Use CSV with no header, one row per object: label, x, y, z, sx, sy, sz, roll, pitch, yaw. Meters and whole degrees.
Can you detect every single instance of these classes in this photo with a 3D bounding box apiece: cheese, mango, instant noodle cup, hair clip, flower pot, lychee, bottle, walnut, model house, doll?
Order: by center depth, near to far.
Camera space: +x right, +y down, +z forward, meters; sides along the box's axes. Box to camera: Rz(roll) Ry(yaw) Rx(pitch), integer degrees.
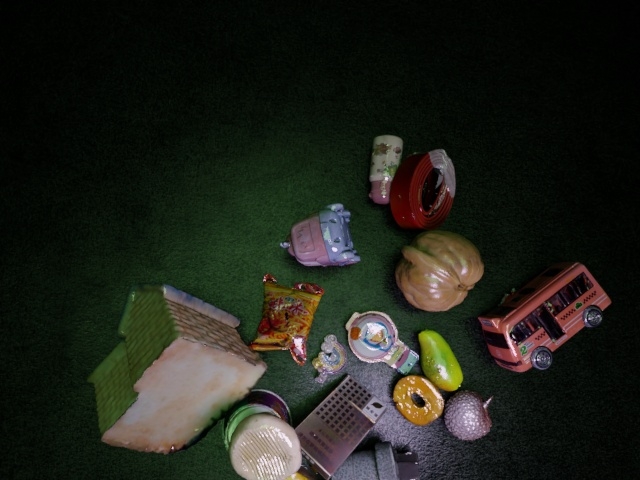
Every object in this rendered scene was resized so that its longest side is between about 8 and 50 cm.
model house,-0.482,0.376,1.641,0.445,0.395,0.400,-49,46,9
flower pot,0.195,0.806,1.658,0.283,0.299,0.298,-13,80,6
instant noodle cup,-0.214,0.627,1.686,0.252,0.190,0.250,1,80,-5
lychee,0.519,0.599,1.763,0.198,0.165,0.165,-33,82,24
walnut,0.405,0.102,1.799,0.285,0.285,0.296,31,98,2
mango,0.415,0.427,1.816,0.126,0.111,0.232,-29,85,-15
hair clip,0.035,0.427,1.823,0.116,0.049,0.172,36,70,-11
cheese,0.219,0.366,1.830,0.286,0.074,0.188,38,80,2
doll,0.711,0.220,1.916,0.114,0.039,0.057,-22,106,-14
bottle,0.245,-0.263,1.929,0.121,0.120,0.252,6,80,-3

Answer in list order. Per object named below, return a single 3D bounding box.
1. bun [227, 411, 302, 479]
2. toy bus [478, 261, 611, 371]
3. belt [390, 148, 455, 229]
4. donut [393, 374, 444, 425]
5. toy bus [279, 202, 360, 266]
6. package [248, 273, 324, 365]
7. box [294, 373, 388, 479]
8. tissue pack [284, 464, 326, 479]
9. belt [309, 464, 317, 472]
bun,-0.165,0.610,1.529,0.231,0.133,0.230,0,105,2
toy bus,0.785,0.267,1.815,0.427,0.203,0.232,-34,92,-10
belt,0.381,-0.194,1.882,0.228,0.115,0.323,25,75,-32
donut,0.343,0.549,1.788,0.162,0.065,0.178,-34,83,17
toy bus,0.000,0.000,1.791,0.232,0.294,0.197,-14,82,11
package,-0.127,0.275,1.807,0.224,0.108,0.287,14,71,4
box,0.061,0.604,1.685,0.180,0.047,0.325,37,46,20
tissue pack,-0.118,0.879,1.675,0.192,0.134,0.270,30,79,1
belt,0.003,0.757,1.747,0.083,0.059,0.036,-35,85,-21
